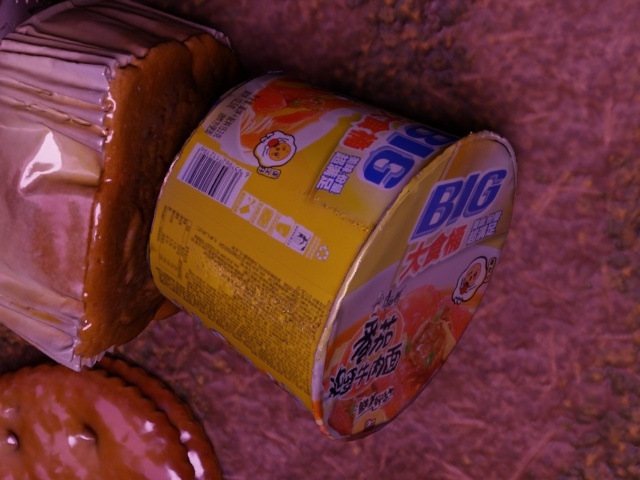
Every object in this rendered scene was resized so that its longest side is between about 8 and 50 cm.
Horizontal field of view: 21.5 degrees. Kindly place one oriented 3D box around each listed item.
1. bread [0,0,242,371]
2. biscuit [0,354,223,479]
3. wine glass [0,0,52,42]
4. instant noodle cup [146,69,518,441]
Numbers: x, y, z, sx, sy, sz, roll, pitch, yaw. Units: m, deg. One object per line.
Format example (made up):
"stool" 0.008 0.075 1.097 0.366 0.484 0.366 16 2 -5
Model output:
"bread" -0.129 -0.038 1.054 0.109 0.192 0.210 16 109 19
"biscuit" -0.172 0.187 1.195 0.220 0.066 0.221 3 99 23
"wine glass" -0.197 -0.148 1.134 0.066 0.066 0.198 7 106 24
"instant noodle cup" 0.000 0.000 1.007 0.153 0.205 0.205 28 114 24
